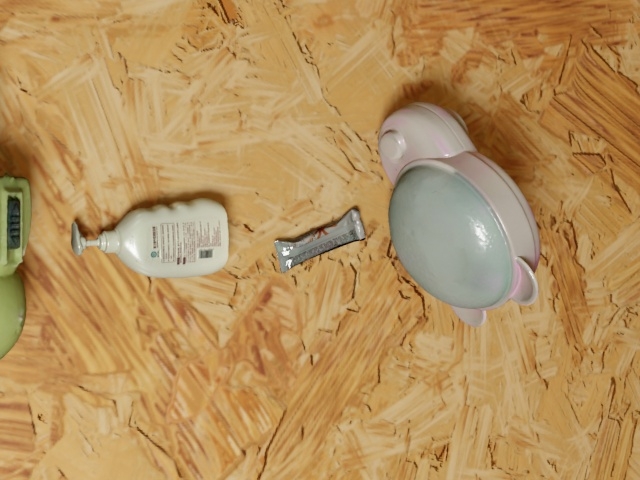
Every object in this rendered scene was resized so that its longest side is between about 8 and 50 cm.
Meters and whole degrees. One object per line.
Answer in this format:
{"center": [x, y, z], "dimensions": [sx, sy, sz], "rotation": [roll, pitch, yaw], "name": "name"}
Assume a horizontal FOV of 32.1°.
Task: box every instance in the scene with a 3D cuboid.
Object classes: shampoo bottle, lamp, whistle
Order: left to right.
{"center": [-0.307, -0.009, 0.944], "dimensions": [0.106, 0.131, 0.288], "rotation": [0, 93, 12], "name": "whistle"}
{"center": [-0.165, 0.001, 1.066], "dimensions": [0.152, 0.045, 0.077], "rotation": [-6, 96, -32], "name": "shampoo bottle"}
{"center": [0.130, -0.027, 1.166], "dimensions": [0.108, 0.179, 0.246], "rotation": [-24, 84, -31], "name": "lamp"}

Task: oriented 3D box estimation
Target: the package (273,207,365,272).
{"center": [0.000, 0.000, 1.177], "dimensions": [0.110, 0.015, 0.037], "rotation": [-23, 102, -29], "name": "package"}
